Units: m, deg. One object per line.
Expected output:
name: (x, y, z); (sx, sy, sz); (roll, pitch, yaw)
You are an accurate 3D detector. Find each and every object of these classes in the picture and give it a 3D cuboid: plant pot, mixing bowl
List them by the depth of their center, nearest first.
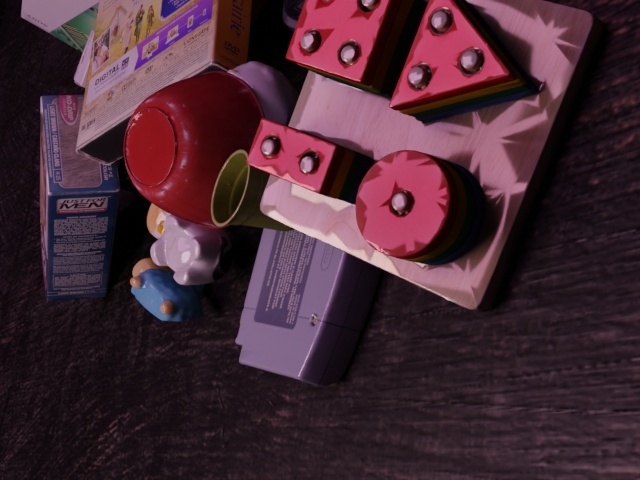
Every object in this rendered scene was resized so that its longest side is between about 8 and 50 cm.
plant pot: (-0.062, -0.044, 1.094); (0.083, 0.079, 0.083); (-36, 45, 47)
mixing bowl: (-0.154, -0.102, 1.160); (0.181, 0.098, 0.182); (3, 95, 40)

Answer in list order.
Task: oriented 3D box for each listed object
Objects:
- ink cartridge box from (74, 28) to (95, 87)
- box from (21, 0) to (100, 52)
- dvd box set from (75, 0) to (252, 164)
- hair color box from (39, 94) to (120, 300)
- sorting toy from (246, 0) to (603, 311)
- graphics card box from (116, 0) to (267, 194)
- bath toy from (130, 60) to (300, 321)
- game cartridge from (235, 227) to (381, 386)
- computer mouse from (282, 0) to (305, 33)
ink cartridge box: (-0.339, -0.291, 1.780); (0.056, 0.135, 0.099); (38, 108, 60)
box: (-0.390, -0.425, 1.772); (0.058, 0.232, 0.322); (-64, 7, -25)
dvd box set: (-0.208, -0.343, 1.443); (0.307, 0.062, 0.421); (-24, 54, 39)
hair color box: (-0.381, -0.058, 1.617); (0.347, 0.105, 0.174); (116, 146, -57)
sorting toy: (0.067, -0.106, 0.888); (0.255, 0.089, 0.257); (25, 97, 35)
graphics card box: (-0.222, -0.274, 1.606); (0.371, 0.094, 0.233); (-58, 32, 22)
bath toy: (-0.123, -0.066, 1.283); (0.151, 0.129, 0.348); (45, 119, 27)
game cartridge: (0.000, 0.000, 1.098); (0.198, 0.062, 0.297); (5, 79, 57)
computer mouse: (0.046, -0.222, 1.101); (0.188, 0.072, 0.272); (-40, 37, 1)
